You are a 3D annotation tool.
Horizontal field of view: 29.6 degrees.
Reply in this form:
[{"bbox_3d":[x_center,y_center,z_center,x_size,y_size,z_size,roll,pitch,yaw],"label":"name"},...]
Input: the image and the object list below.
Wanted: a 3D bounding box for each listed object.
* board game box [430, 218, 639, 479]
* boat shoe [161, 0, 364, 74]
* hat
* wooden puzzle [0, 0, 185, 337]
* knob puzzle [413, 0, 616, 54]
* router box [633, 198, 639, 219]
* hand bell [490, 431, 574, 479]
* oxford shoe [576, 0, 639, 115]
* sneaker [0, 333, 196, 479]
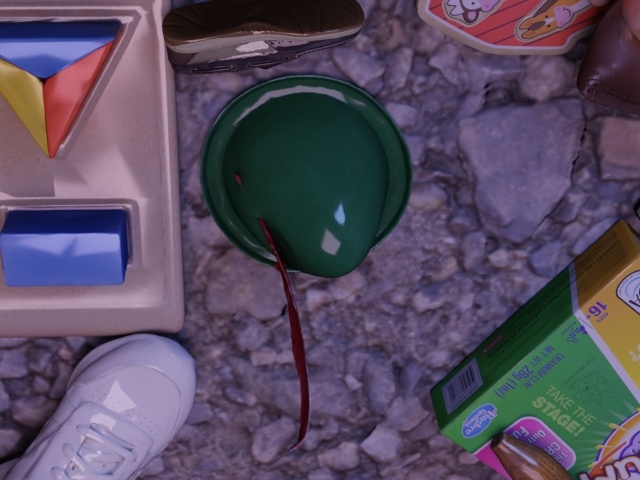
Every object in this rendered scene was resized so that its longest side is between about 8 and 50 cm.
[{"bbox_3d":[0.298,0.161,1.111,0.316,0.064,0.242,36,111,-21],"label":"board game box"},{"bbox_3d":[-0.043,-0.156,0.918,0.152,0.056,0.049,-5,144,-7],"label":"boat shoe"},{"bbox_3d":[0.000,0.000,0.929,0.173,0.183,0.208,-26,118,10],"label":"hat"},{"bbox_3d":[-0.272,-0.053,0.940,0.322,0.080,0.347,-1,120,-4],"label":"wooden puzzle"},{"bbox_3d":[0.162,-0.199,0.881,0.213,0.030,0.213,-10,139,-9],"label":"knob puzzle"},{"bbox_3d":[0.341,-0.032,1.019,0.122,0.038,0.092,22,115,-16],"label":"router box"},{"bbox_3d":[0.246,0.250,1.075,0.242,0.126,0.126,38,111,-10],"label":"hand bell"},{"bbox_3d":[0.372,-0.121,0.937,0.364,0.130,0.132,15,144,-14],"label":"oxford shoe"},{"bbox_3d":[-0.207,0.213,1.055,0.114,0.152,0.305,33,111,-21],"label":"sneaker"}]
